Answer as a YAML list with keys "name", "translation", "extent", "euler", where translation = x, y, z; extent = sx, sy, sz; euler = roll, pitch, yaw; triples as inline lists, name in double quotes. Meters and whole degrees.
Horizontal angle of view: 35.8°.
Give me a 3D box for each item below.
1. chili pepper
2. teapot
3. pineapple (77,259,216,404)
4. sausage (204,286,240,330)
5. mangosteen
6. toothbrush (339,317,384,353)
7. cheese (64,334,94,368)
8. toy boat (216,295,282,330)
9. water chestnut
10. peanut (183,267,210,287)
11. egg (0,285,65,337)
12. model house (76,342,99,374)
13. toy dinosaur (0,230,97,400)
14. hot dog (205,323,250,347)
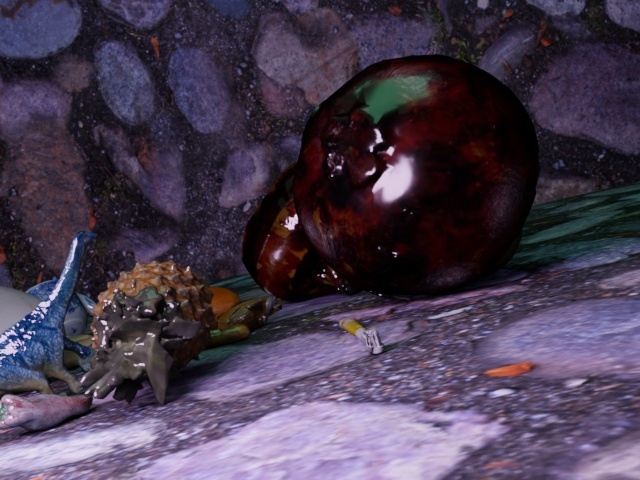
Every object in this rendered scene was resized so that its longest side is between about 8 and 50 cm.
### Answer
- name: "chili pepper"
  translation: [-0.314, 0.193, 1.115]
  extent: [0.050, 0.041, 0.153]
  euler: [13, 2, 37]
- name: "teapot"
  translation: [-0.542, 0.175, 2.012]
  extent: [0.232, 0.159, 0.159]
  euler: [-30, 11, -33]
- name: "pineapple"
  translation: [-0.219, 0.113, 1.200]
  extent: [0.169, 0.169, 0.340]
  euler: [-13, 5, 2]
- name: "sausage"
  translation: [-0.243, 0.132, 1.660]
  extent: [0.238, 0.098, 0.098]
  euler: [-17, 3, -32]
- name: "mangosteen"
  translation: [0.143, -0.090, 1.527]
  extent: [0.381, 0.381, 0.421]
  euler: [-13, -11, 6]
- name: "toothbrush"
  translation: [0.046, 0.111, 1.222]
  extent: [0.021, 0.024, 0.288]
  euler: [-15, 2, -5]
- name: "cheese"
  translation: [-0.415, 0.189, 1.749]
  extent: [0.255, 0.050, 0.127]
  euler: [-14, 2, -24]
- name: "toy boat"
  translation: [-0.113, 0.125, 1.641]
  extent: [0.049, 0.047, 0.149]
  euler: [4, 13, 31]
- name: "water chestnut"
  translation: [0.000, 0.000, 1.900]
  extent: [0.300, 0.300, 0.300]
  euler: [-13, 2, 0]
- name: "peanut"
  translation: [-0.260, 0.108, 1.882]
  extent: [0.111, 0.125, 0.274]
  euler: [-33, 2, -8]
- name: "egg"
  translation: [-0.516, 0.155, 1.496]
  extent: [0.264, 0.183, 0.183]
  euler: [-6, -3, -37]
- name: "model house"
  translation: [-0.319, 0.179, 1.479]
  extent: [0.083, 0.066, 0.079]
  euler: [-34, 22, -25]
- name: "toy dinosaur"
  translation: [-0.379, 0.155, 1.254]
  extent: [0.363, 0.147, 0.076]
  euler: [-48, 37, -19]
- name: "hot dog"
  translation: [-0.176, 0.153, 1.528]
  extent: [0.137, 0.028, 0.044]
  euler: [-12, 9, 11]
